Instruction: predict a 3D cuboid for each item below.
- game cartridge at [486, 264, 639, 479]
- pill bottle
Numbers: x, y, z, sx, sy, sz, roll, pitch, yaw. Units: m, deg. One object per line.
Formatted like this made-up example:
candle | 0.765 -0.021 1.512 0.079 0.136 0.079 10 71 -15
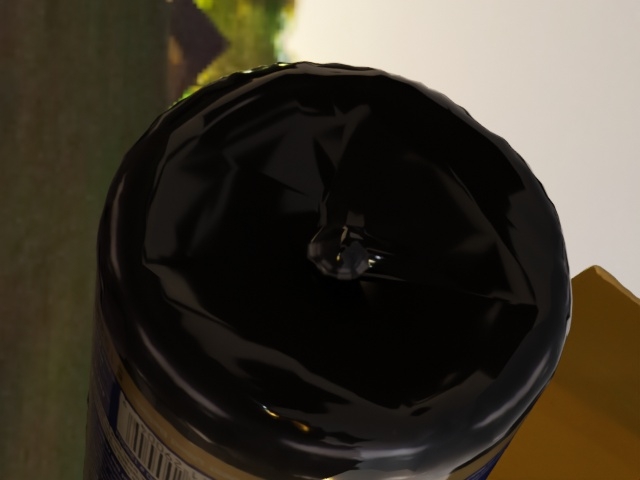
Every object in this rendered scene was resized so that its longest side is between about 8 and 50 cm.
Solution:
game cartridge | 0.178 0.186 0.843 0.323 0.285 0.053 42 -26 35
pill bottle | -0.011 0.057 0.438 0.219 0.122 0.123 108 -15 -56
